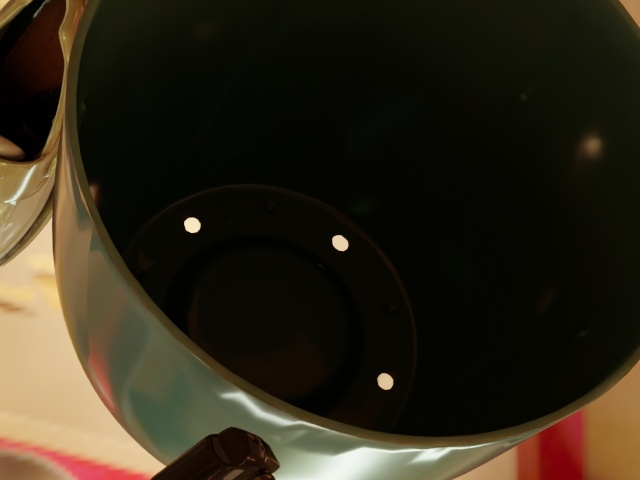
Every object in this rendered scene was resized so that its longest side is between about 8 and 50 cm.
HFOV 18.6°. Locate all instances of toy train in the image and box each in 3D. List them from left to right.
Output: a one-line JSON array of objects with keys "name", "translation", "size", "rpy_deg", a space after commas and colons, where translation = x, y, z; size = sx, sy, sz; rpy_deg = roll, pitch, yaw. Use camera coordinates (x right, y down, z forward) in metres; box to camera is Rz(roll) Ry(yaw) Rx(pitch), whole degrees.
[{"name": "toy train", "translation": [-0.084, 0.124, 0.744], "size": [0.158, 0.036, 0.027], "rpy_deg": [-39, -131, 4]}]

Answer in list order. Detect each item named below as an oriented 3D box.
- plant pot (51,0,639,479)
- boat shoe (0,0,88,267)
[{"name": "plant pot", "translation": [0.000, 0.000, 0.964], "size": [0.293, 0.293, 0.235], "rpy_deg": [-10, 159, -22]}, {"name": "boat shoe", "translation": [-0.221, -0.086, 1.359], "size": [0.113, 0.302, 0.103], "rpy_deg": [39, -150, 10]}]
